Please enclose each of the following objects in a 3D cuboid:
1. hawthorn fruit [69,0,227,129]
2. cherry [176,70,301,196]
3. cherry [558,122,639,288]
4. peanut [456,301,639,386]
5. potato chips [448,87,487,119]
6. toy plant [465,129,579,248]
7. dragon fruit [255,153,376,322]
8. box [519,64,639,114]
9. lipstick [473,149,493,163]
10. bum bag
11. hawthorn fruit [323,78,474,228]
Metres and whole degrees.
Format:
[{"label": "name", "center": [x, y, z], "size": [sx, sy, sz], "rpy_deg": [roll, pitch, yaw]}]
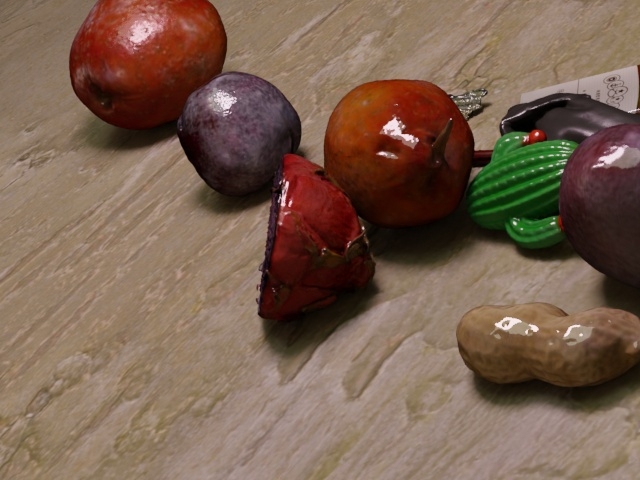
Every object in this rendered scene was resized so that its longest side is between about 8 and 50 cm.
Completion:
[{"label": "hawthorn fruit", "center": [-0.307, -0.325, 2.454], "size": [0.284, 0.284, 0.284], "rpy_deg": [-18, 30, 11]}, {"label": "cherry", "center": [-0.124, -0.171, 2.127], "size": [0.195, 0.195, 0.195], "rpy_deg": [-18, 30, 11]}, {"label": "cherry", "center": [0.376, -0.037, 1.543], "size": [0.213, 0.266, 0.183], "rpy_deg": [1, 74, 39]}, {"label": "peanut", "center": [0.251, 0.111, 1.503], "size": [0.228, 0.085, 0.104], "rpy_deg": [2, 35, 36]}, {"label": "potato chips", "center": [0.156, -0.189, 2.114], "size": [0.207, 0.028, 0.092], "rpy_deg": [-7, 35, 31]}, {"label": "toy plant", "center": [0.281, -0.063, 1.729], "size": [0.240, 0.088, 0.154], "rpy_deg": [17, 83, 53]}, {"label": "dragon fruit", "center": [0.000, 0.003, 1.792], "size": [0.148, 0.218, 0.224], "rpy_deg": [7, -9, -4]}, {"label": "box", "center": [0.397, -0.191, 1.932], "size": [0.245, 0.035, 0.139], "rpy_deg": [-12, 31, 20]}, {"label": "lipstick", "center": [0.263, -0.118, 1.922], "size": [0.176, 0.027, 0.027], "rpy_deg": [2, 39, 39]}, {"label": "bum bag", "center": [0.373, -0.119, 1.787], "size": [0.142, 0.079, 0.326], "rpy_deg": [-45, 47, -19]}, {"label": "hawthorn fruit", "center": [0.113, -0.118, 1.819], "size": [0.210, 0.210, 0.262], "rpy_deg": [-31, 7, -12]}]
